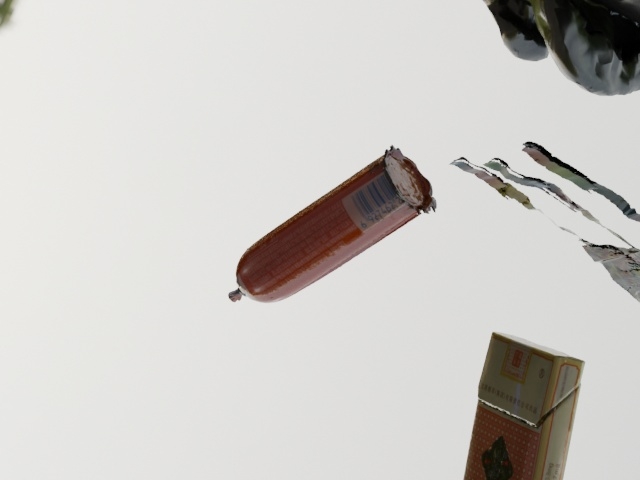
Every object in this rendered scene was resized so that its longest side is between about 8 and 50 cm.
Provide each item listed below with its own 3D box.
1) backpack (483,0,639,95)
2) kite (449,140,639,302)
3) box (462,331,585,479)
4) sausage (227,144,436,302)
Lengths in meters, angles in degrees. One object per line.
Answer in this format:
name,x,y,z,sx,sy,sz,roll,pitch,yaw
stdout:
backpack,0.136,-0.112,0.418,0.207,0.253,0.140,3,-73,1
kite,0.212,0.002,1.093,0.152,0.285,0.015,-7,-121,55
box,0.056,0.072,0.480,0.046,0.012,0.083,-162,-99,-70
sausage,0.000,0.000,0.978,0.145,0.050,0.048,-34,-111,25
